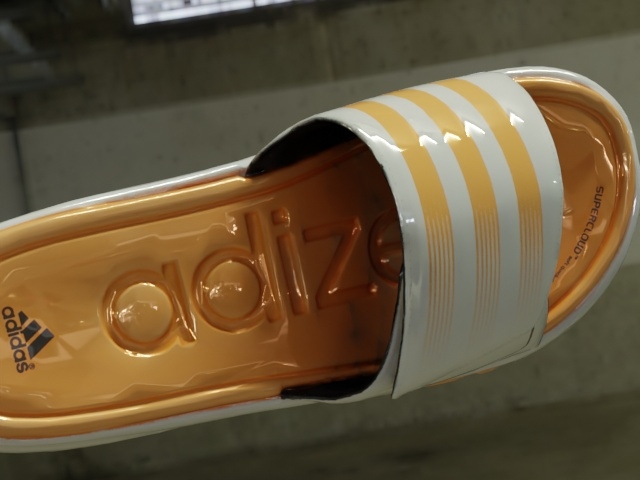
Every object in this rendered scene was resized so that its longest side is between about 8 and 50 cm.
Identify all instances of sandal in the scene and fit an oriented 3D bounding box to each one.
[{"bbox_3d":[0.002,0.011,0.507,0.265,0.102,0.076,-17,1,-20],"label":"sandal"}]
